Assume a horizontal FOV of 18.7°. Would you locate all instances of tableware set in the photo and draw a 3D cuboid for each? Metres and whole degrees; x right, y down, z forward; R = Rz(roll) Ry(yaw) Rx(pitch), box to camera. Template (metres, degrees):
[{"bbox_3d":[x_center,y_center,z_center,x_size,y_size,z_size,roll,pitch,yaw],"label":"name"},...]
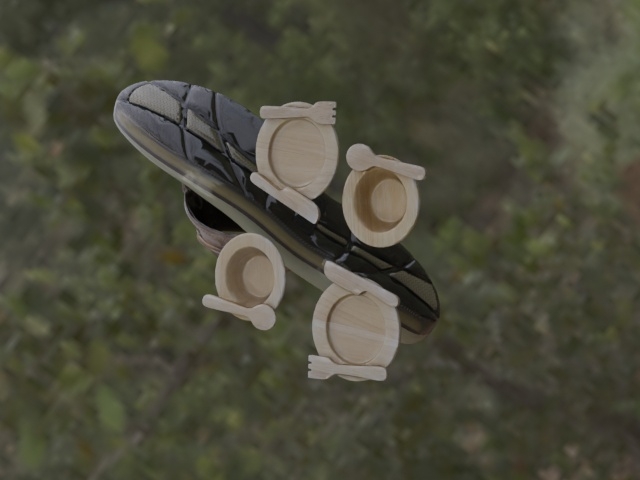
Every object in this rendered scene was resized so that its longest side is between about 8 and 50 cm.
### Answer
[{"bbox_3d":[0.000,0.000,1.195,0.020,0.141,0.168,-3,-70,-55],"label":"tableware set"}]

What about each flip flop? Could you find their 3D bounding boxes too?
[{"bbox_3d":[-0.039,-0.012,1.375,0.080,0.277,0.112,-51,3,30],"label":"flip flop"}]
